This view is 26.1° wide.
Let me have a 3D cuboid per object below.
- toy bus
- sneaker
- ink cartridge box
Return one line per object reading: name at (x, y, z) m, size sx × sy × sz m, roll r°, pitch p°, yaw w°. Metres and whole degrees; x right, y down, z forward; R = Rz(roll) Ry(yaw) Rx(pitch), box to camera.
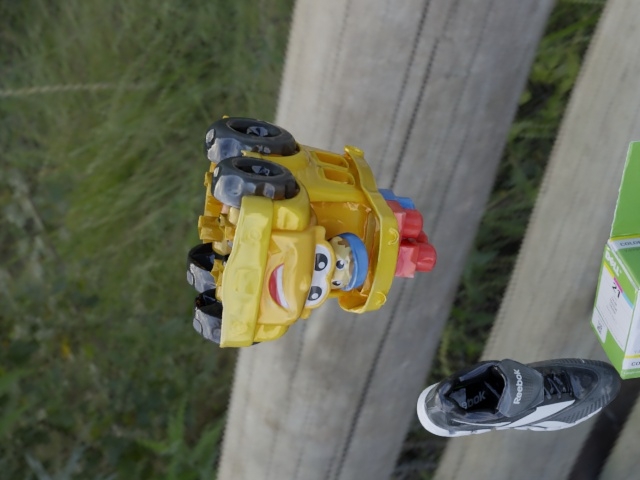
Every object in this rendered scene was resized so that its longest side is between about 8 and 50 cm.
toy bus at (0.000, 0.000, 1.150) m, size 0.220 × 0.211 × 0.149 m, roll -107°, pitch 27°, yaw -67°
sneaker at (0.228, 0.171, 1.544) m, size 0.106 × 0.234 × 0.078 m, roll 92°, pitch 170°, yaw -71°
ink cartridge box at (0.408, 0.014, 1.473) m, size 0.097 × 0.188 × 0.255 m, roll -109°, pitch 15°, yaw -50°
